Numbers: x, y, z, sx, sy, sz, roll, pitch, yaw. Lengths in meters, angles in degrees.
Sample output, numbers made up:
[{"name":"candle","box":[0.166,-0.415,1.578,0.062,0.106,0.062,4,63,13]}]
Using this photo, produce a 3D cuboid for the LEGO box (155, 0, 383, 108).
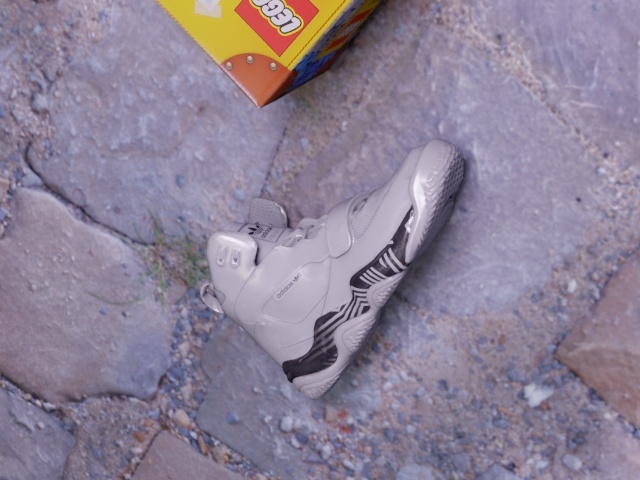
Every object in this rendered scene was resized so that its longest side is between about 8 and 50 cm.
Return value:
[{"name":"LEGO box","box":[-0.089,-0.451,1.341,0.500,0.193,0.372,46,120,3]}]

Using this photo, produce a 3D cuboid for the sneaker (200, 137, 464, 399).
[{"name":"sneaker","box":[0.000,0.000,1.504,0.210,0.137,0.366,34,123,6]}]
